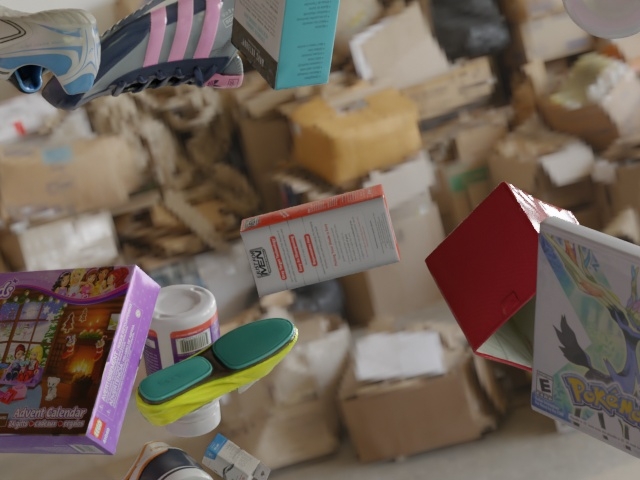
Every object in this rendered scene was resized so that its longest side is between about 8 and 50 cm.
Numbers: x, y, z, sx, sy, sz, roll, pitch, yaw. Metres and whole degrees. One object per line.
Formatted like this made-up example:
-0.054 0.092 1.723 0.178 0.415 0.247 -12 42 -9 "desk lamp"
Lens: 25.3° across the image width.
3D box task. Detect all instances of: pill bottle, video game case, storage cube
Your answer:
0.349 -0.303 1.659 0.121 0.121 0.221 -12 10 17 "pill bottle"
0.416 0.151 1.835 0.329 0.300 0.036 23 37 39 "video game case"
-0.186 0.168 1.949 0.108 0.194 0.108 -4 27 2 "pill bottle"
0.306 0.059 2.155 0.183 0.193 0.215 19 -56 -42 "storage cube"

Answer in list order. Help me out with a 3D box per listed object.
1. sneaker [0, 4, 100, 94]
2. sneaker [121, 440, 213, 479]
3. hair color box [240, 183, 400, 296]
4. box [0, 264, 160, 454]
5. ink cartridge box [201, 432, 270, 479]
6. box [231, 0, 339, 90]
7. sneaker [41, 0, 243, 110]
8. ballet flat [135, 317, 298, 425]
-0.308 -0.187 1.358 0.237 0.086 0.085 13 13 34 "sneaker"
-0.227 0.408 1.819 0.126 0.321 0.127 14 15 -36 "sneaker"
0.000 0.000 1.365 0.141 0.072 0.043 -14 18 4 "hair color box"
-0.332 0.133 1.574 0.293 0.201 0.057 -4 -32 29 "box"
-0.109 0.291 1.836 0.028 0.083 0.048 -51 -10 -34 "ink cartridge box"
-0.024 -0.267 1.282 0.060 0.244 0.100 -11 39 -26 "box"
-0.158 -0.212 1.618 0.319 0.131 0.112 -33 5 -13 "sneaker"
-0.133 0.174 1.848 0.231 0.077 0.077 -25 44 -19 "ballet flat"
